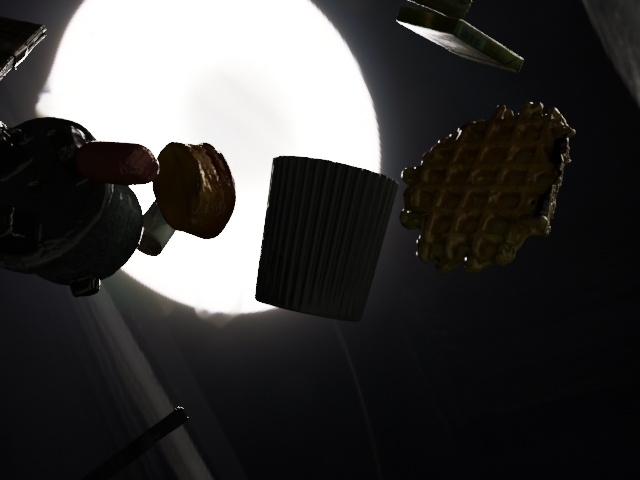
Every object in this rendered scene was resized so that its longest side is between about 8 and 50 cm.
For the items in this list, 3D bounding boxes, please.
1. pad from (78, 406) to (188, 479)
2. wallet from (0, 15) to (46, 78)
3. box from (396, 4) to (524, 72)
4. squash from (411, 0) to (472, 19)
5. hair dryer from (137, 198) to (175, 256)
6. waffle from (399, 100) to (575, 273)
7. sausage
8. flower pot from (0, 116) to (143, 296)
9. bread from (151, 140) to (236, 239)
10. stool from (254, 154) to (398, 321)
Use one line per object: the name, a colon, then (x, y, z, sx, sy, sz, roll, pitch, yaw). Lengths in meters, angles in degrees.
pad: (-0.320, 0.334, 0.991, 0.004, 0.330, 0.220, 52, 163, 10)
wallet: (-0.592, -0.338, 1.305, 0.230, 0.124, 0.042, -79, 0, -52)
box: (0.337, -0.475, 1.740, 0.173, 0.043, 0.311, 30, -166, 39)
squash: (0.202, -0.521, 1.509, 0.229, 0.066, 0.066, 27, -158, 7)
hair dryer: (-0.420, -0.112, 2.039, 0.108, 0.357, 0.173, 30, -130, -7)
waffle: (0.265, -0.086, 1.160, 0.060, 0.307, 0.312, 47, -156, -42)
sausage: (-0.290, -0.110, 1.035, 0.062, 0.154, 0.062, -10, -76, -46)
flower pot: (-0.483, -0.055, 1.273, 0.283, 0.299, 0.299, 72, -175, -69)
bread: (-0.303, -0.127, 1.781, 0.143, 0.195, 0.269, 7, -141, -44)
stool: (0.000, 0.000, 1.666, 0.297, 0.297, 0.330, 17, -96, -63)
